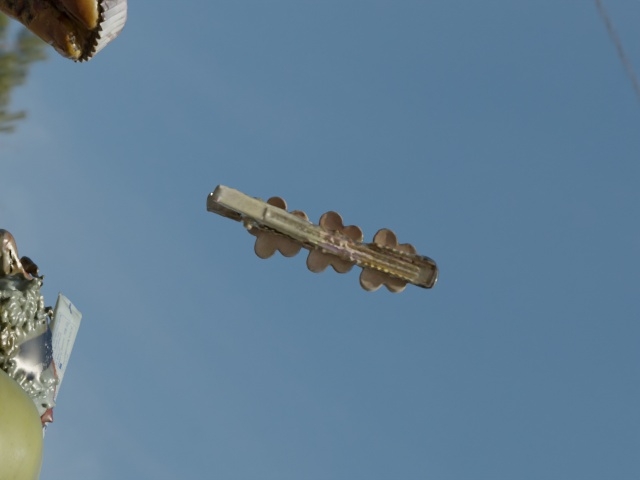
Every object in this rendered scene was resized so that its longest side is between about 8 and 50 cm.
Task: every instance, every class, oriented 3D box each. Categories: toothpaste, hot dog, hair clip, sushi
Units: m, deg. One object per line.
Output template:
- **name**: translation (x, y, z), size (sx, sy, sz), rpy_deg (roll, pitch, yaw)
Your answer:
- **toothpaste**: translation (-0.316, 0.160, 1.749), size (0.033, 0.218, 0.052), rpy_deg (-9, -41, 26)
- **hot dog**: translation (-0.288, -0.281, 1.432), size (0.268, 0.075, 0.144), rpy_deg (41, -41, 20)
- **hair clip**: translation (-0.001, 0.001, 1.329), size (0.056, 0.214, 0.062), rpy_deg (122, -11, -81)
- **sushi**: translation (-0.312, 0.100, 1.492), size (0.103, 0.097, 0.226), rpy_deg (-149, -131, -62)

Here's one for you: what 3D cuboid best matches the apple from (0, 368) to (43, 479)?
- **apple**: translation (-0.370, 0.186, 1.316), size (0.262, 0.262, 0.262), rpy_deg (19, -62, 41)
